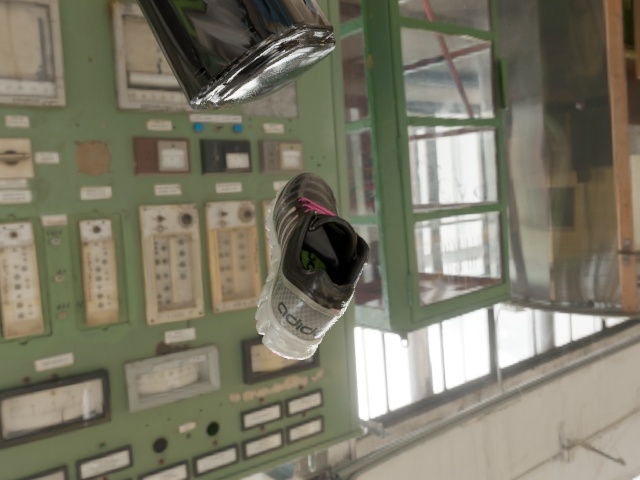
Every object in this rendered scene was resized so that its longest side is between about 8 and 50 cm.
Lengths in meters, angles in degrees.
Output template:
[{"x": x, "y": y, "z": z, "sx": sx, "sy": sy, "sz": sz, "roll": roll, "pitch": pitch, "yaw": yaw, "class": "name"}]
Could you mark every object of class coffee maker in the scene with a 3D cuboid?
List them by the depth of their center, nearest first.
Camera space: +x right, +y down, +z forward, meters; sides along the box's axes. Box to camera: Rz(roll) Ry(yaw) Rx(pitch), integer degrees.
[{"x": -0.088, "y": -0.184, "z": 0.394, "sx": 0.171, "sy": 0.178, "sz": 0.120, "roll": -30, "pitch": -179, "yaw": -39, "class": "coffee maker"}]

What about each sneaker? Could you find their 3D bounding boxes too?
[{"x": 0.000, "y": 0.000, "z": 0.413, "sx": 0.063, "sy": 0.171, "sz": 0.075, "roll": 30, "pitch": 127, "yaw": -20, "class": "sneaker"}]
